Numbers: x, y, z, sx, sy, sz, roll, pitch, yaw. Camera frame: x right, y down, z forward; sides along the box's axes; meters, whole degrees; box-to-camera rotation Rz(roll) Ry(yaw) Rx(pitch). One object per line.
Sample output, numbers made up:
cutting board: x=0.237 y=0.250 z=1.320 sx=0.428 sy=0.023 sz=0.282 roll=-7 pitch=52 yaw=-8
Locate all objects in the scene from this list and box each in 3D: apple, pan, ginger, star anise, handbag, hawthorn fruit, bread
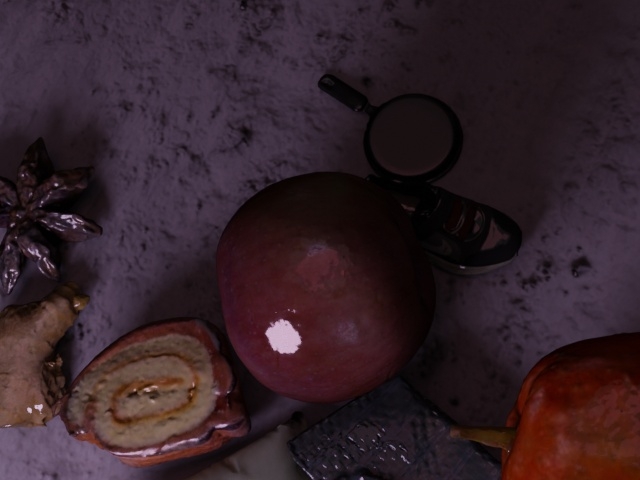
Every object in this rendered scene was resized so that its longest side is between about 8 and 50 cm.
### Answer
apple: x=0.011 y=0.051 z=1.543 sx=0.235 sy=0.306 sz=0.306 roll=-18 pitch=67 yaw=14
pan: x=0.086 y=-0.166 z=1.757 sx=0.235 sy=0.028 sz=0.136 roll=35 pitch=81 yaw=21
ginger: x=-0.397 y=0.150 z=1.730 sx=0.137 sy=0.074 sz=0.213 roll=10 pitch=77 yaw=6
star anise: x=-0.395 y=-0.042 z=1.798 sx=0.197 sy=0.073 sz=0.212 roll=-34 pitch=69 yaw=2
handbag: x=0.104 y=0.284 z=1.535 sx=0.270 sy=0.089 sz=0.175 roll=40 pitch=65 yaw=21
hawthorn fruit: x=0.307 y=0.235 z=1.425 sx=0.330 sy=0.287 sz=0.287 roll=8 pitch=72 yaw=1
bread: x=-0.210 y=0.197 z=1.640 sx=0.244 sy=0.123 sz=0.190 roll=-16 pitch=63 yaw=7

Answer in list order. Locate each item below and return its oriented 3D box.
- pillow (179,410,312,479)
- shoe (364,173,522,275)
pillow: x=-0.101 y=0.403 z=1.542 sx=0.310 sy=0.119 sz=0.312 roll=-26 pitch=65 yaw=-2
shoe: x=0.144 y=-0.027 z=1.650 sx=0.227 sy=0.112 sz=0.099 roll=14 pitch=73 yaw=19
